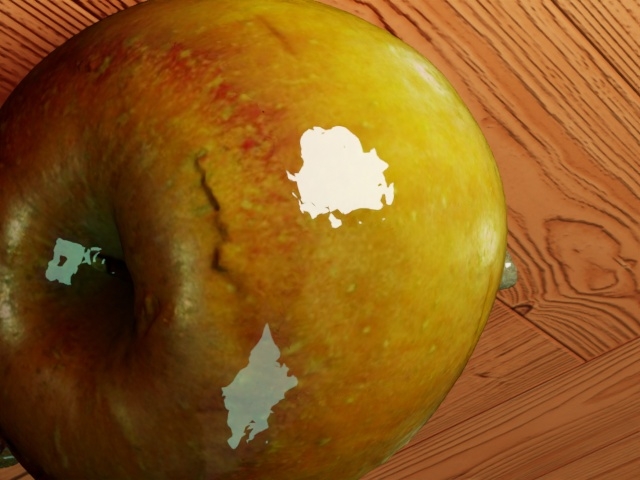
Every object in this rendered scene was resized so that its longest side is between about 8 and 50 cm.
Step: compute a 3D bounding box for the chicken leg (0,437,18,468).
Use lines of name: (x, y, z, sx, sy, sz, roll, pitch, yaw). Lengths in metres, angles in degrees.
chicken leg: (-0.258, 0.196, 1.663, 0.253, 0.051, 0.106, -3, 153, -22)

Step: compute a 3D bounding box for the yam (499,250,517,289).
yam: (0.137, 0.032, 1.582, 0.094, 0.043, 0.043, -7, 148, -16)

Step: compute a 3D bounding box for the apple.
apple: (-0.059, 0.012, 1.165, 0.374, 0.374, 0.384, 12, 129, -38)
